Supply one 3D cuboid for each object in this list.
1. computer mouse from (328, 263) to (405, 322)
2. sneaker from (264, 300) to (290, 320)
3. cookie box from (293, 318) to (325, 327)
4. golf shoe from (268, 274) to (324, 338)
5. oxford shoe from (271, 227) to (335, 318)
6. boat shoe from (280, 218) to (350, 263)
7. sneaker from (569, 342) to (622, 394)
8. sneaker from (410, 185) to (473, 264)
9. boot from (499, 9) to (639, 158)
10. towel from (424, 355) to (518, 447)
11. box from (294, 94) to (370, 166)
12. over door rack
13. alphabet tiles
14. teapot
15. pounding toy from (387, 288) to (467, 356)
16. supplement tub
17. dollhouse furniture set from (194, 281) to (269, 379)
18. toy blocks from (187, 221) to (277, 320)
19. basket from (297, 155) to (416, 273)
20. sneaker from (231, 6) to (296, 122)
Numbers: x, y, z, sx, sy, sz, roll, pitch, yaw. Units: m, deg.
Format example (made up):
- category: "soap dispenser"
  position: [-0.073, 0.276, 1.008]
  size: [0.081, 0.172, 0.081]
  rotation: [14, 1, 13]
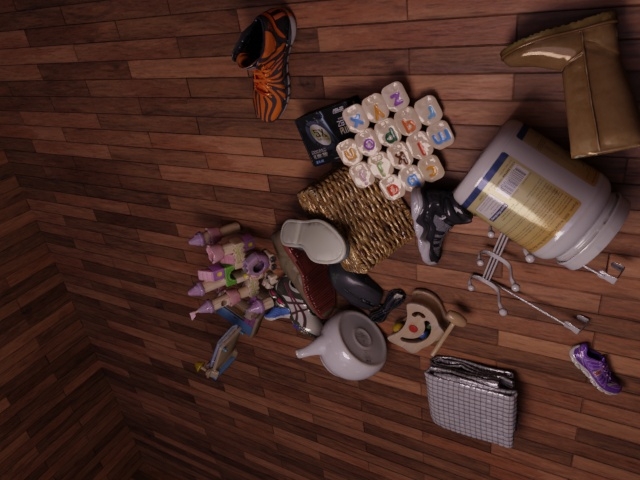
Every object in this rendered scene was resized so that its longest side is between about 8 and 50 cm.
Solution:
- category: "computer mouse"
  position: [0.127, 0.160, 1.649]
  size: [0.272, 0.072, 0.188]
  rotation: [40, 133, 4]
- category: "sneaker"
  position: [-0.167, 0.254, 1.910]
  size: [0.152, 0.058, 0.084]
  rotation: [-11, 110, 40]
- category: "cookie box"
  position: [-0.041, 0.300, 1.869]
  size: [0.107, 0.040, 0.091]
  rotation: [23, 127, 18]
- category: "golf shoe"
  position: [-0.060, 0.236, 1.778]
  size: [0.273, 0.105, 0.120]
  rotation: [44, 104, 12]
- category: "oxford shoe"
  position: [-0.057, 0.107, 1.720]
  size: [0.130, 0.123, 0.348]
  rotation: [-6, 109, 51]
- category: "boat shoe"
  position: [0.000, 0.000, 1.439]
  size: [0.320, 0.099, 0.116]
  rotation: [17, 94, 55]
- category: "sneaker"
  position: [0.760, 0.350, 1.370]
  size: [0.170, 0.068, 0.071]
  rotation: [44, 127, 2]
- category: "sneaker"
  position: [0.337, -0.036, 1.363]
  size: [0.153, 0.101, 0.268]
  rotation: [-8, 133, 17]
- category: "boot"
  position: [0.510, -0.300, 1.033]
  size: [0.236, 0.089, 0.269]
  rotation: [-9, 94, 36]
- category: "towel"
  position: [0.490, 0.504, 1.611]
  size: [0.284, 0.121, 0.234]
  rotation: [6, 120, 32]
- category: "box"
  position: [0.041, -0.302, 1.399]
  size: [0.180, 0.077, 0.147]
  rotation: [-8, 114, 36]
- category: "over door rack"
  position: [0.556, 0.109, 1.290]
  size: [0.325, 0.108, 0.239]
  rotation: [23, 140, 18]
- category: "alphabet tiles"
  position: [0.191, -0.253, 1.307]
  size: [0.284, 0.021, 0.277]
  rotation: [-26, 107, 20]
- category: "teapot"
  position: [0.090, 0.371, 1.695]
  size: [0.256, 0.252, 0.187]
  rotation: [45, 125, 2]
- category: "pounding toy"
  position: [0.301, 0.261, 1.544]
  size: [0.154, 0.155, 0.269]
  rotation: [42, 133, -4]
- category: "supplement tub"
  position: [0.491, -0.101, 1.137]
  size: [0.316, 0.228, 0.228]
  rotation: [36, 132, 8]
- category: "dollhouse furniture set"
  position: [-0.379, 0.324, 1.927]
  size: [0.198, 0.303, 0.286]
  rotation: [32, 131, 11]
- category: "toy blocks"
  position: [-0.335, 0.131, 1.735]
  size: [0.309, 0.260, 0.288]
  rotation: [37, 138, 44]
- category: "basket"
  position: [0.105, -0.080, 1.493]
  size: [0.299, 0.223, 0.213]
  rotation: [56, 165, -10]
- category: "sneaker"
  position: [-0.168, -0.457, 1.362]
  size: [0.125, 0.180, 0.320]
  rotation: [23, 129, 19]
